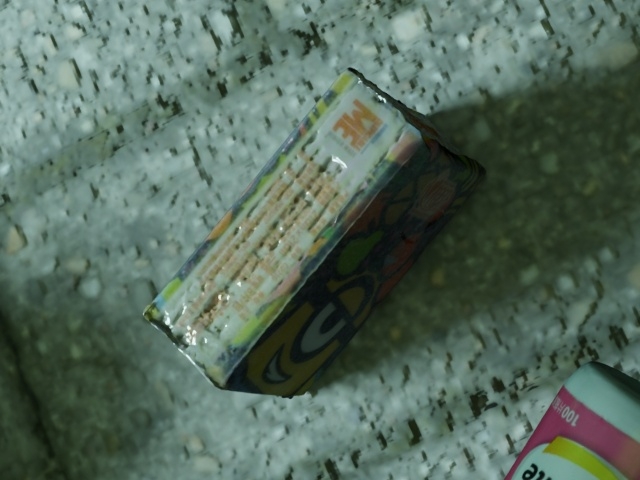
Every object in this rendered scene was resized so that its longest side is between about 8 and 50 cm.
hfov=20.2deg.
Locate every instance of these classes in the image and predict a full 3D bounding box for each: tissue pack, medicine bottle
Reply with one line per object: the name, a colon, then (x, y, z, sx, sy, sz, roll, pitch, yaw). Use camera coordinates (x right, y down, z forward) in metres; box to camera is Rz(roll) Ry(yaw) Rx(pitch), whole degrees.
tissue pack: (0.000, 0.000, 0.833, 0.060, 0.108, 0.148, 42, 99, 19)
medicine bottle: (0.099, 0.165, 0.799, 0.090, 0.090, 0.216, 32, 96, 17)
